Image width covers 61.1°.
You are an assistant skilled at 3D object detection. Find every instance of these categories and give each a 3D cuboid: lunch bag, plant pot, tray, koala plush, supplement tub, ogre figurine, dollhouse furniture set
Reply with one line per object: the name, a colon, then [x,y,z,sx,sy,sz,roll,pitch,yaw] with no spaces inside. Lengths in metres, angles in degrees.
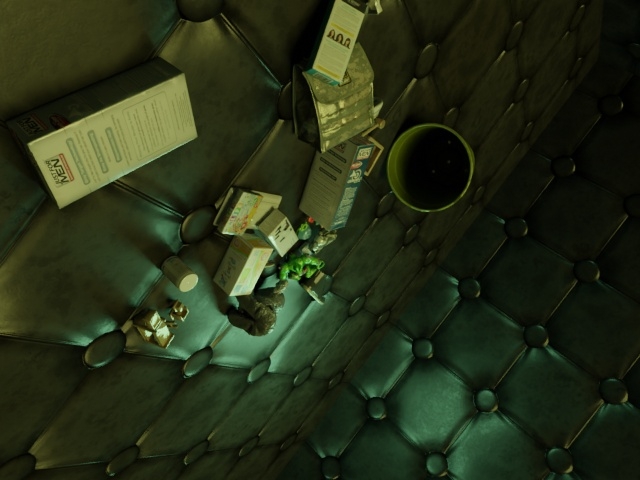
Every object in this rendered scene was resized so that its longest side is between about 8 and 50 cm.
lunch bag: [0.040,-0.462,1.704,0.235,0.169,0.287,-32,138,-25]
plant pot: [0.524,-0.337,2.398,0.353,0.366,0.367,-24,143,-60]
tray: [-0.237,-0.099,1.849,0.270,0.030,0.145,5,120,-57]
koala plush: [-0.216,0.256,2.136,0.221,0.203,0.196,-32,148,-53]
supplement tub: [-0.443,0.103,1.698,0.071,0.107,0.071,-35,148,-27]
ogre figurine: [-0.089,0.110,2.217,0.196,0.097,0.118,-8,145,12]
dollhouse furniture set: [-0.530,0.231,1.771,0.182,0.101,0.161,85,26,-51]

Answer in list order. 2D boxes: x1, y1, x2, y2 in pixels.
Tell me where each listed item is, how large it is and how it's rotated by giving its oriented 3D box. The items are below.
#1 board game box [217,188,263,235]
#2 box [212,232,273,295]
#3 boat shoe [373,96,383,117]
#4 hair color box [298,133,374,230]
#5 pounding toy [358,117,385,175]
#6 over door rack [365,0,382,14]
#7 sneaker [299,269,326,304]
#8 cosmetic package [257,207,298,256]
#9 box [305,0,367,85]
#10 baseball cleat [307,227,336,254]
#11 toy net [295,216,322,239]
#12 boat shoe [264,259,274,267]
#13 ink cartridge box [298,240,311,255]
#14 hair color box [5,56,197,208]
board game box: [-0.260,-0.090,1.765,0.103,0.026,0.154,8,117,-57]
box: [-0.274,0.083,1.921,0.114,0.103,0.203,1,122,-55]
boat shoe: [0.149,-0.443,1.959,0.226,0.083,0.076,-33,145,-32]
hair color box: [0.053,-0.229,1.969,0.105,0.173,0.348,-19,137,-46]
pounding toy: [0.158,-0.376,2.042,0.181,0.094,0.206,20,102,-58]
over door rack: [0.233,-0.858,1.593,0.239,0.108,0.324,-42,150,-15]
sneaker: [-0.002,0.211,2.476,0.118,0.083,0.222,-49,150,-6]
cosmetic package: [-0.151,-0.024,1.983,0.099,0.060,0.239,-45,161,-7]
box: [0.045,-0.582,1.562,0.100,0.060,0.245,21,86,-25]
baseball cleat: [0.000,0.000,2.241,0.109,0.072,0.206,-49,169,18]
toy net: [-0.007,-0.098,2.168,0.232,0.045,0.122,-43,148,-19]
boat shoe: [-0.227,0.084,2.053,0.137,0.049,0.043,-7,89,-51]
ink cartridge box: [-0.061,0.037,2.253,0.048,0.028,0.083,-47,151,-12]
hair color box: [-0.479,-0.253,1.242,0.374,0.113,0.186,-36,147,-28]
